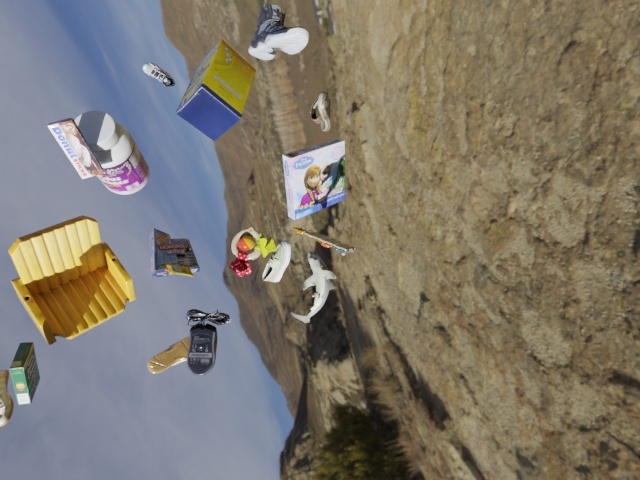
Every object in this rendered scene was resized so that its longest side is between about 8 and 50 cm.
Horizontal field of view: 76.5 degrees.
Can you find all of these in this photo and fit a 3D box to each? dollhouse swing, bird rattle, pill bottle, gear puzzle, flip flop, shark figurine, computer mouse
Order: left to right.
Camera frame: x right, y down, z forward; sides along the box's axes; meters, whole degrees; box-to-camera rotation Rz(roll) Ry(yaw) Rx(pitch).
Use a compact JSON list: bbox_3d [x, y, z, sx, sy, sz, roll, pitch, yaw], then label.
[{"bbox_3d":[-0.918,0.140,1.527,0.315,0.347,0.305,50,139,10],"label":"dollhouse swing"},{"bbox_3d":[-0.693,-0.287,1.348,0.301,0.170,0.169,106,148,-69],"label":"pill bottle"},{"bbox_3d":[-0.494,0.439,1.744,0.072,0.189,0.272,107,169,-79],"label":"computer mouse"},{"bbox_3d":[-0.348,0.045,1.978,0.206,0.254,0.143,56,-171,23],"label":"bird rattle"},{"bbox_3d":[-0.002,-0.497,1.565,0.277,0.080,0.112,-27,-64,-85],"label":"flip flop"},{"bbox_3d":[0.000,0.000,2.045,0.175,0.339,0.044,-4,-66,-68],"label":"gear puzzle"},{"bbox_3d":[0.005,0.194,1.513,0.166,0.116,0.278,12,91,38],"label":"shark figurine"}]

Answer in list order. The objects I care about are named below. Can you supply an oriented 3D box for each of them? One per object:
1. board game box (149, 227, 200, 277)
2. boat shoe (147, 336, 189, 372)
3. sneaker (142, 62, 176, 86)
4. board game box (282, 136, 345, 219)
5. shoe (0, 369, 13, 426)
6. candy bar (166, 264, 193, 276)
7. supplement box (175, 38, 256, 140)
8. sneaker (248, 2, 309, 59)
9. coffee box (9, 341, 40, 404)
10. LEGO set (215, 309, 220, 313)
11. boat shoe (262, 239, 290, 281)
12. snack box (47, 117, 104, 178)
[{"bbox_3d":[-0.589,0.041,1.595,0.060,0.194,0.194,-46,62,39],"label":"board game box"},{"bbox_3d":[-0.636,0.500,1.826,0.096,0.277,0.098,-25,86,66],"label":"boat shoe"},{"bbox_3d":[-0.469,-0.484,1.199,0.069,0.038,0.098,45,-160,21],"label":"sneaker"},{"bbox_3d":[-0.021,-0.293,1.927,0.066,0.319,0.317,33,139,42],"label":"board game box"},{"bbox_3d":[-1.126,0.543,1.410,0.219,0.077,0.058,52,177,35],"label":"shoe"},{"bbox_3d":[-0.493,0.107,1.438,0.040,0.018,0.161,63,-174,12],"label":"candy bar"},{"bbox_3d":[-0.437,-0.640,1.728,0.195,0.194,0.356,35,-135,-34],"label":"supplement box"},{"bbox_3d":[-0.133,-0.680,1.293,0.269,0.101,0.152,12,94,46],"label":"sneaker"},{"bbox_3d":[-0.974,0.440,1.341,0.113,0.041,0.184,-117,35,-54],"label":"coffee box"},{"bbox_3d":[-0.550,0.404,2.180,0.054,0.024,0.083,-107,-8,-47],"label":"LEGO set"},{"bbox_3d":[-0.249,0.128,2.302,0.109,0.094,0.302,53,134,40],"label":"boat shoe"},{"bbox_3d":[-0.694,-0.260,1.159,0.178,0.064,0.022,80,169,-45],"label":"snack box"}]
